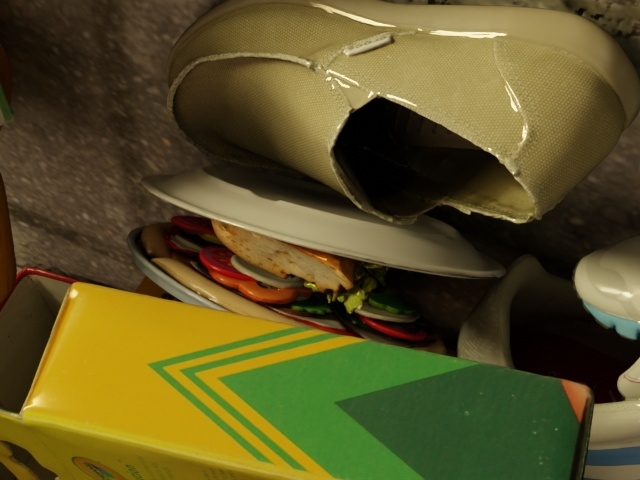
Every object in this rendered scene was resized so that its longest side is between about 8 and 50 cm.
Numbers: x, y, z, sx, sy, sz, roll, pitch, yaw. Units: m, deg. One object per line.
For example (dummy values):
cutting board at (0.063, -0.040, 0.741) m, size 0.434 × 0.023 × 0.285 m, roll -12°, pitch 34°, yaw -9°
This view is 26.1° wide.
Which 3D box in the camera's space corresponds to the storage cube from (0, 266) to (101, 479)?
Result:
storage cube at (-0.175, 0.165, 1.094) m, size 0.215 × 0.183 × 0.193 m, roll 15°, pitch 148°, yaw 23°

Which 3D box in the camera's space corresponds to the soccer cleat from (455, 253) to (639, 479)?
soccer cleat at (0.225, 0.108, 0.738) m, size 0.331 × 0.116 × 0.143 m, roll 21°, pitch 149°, yaw 16°

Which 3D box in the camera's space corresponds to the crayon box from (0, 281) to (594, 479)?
crayon box at (-0.022, 0.117, 0.739) m, size 0.319 × 0.081 × 0.202 m, roll 10°, pitch 154°, yaw 12°

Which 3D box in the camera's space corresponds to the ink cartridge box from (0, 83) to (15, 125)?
ink cartridge box at (-0.249, -0.153, 0.669) m, size 0.212 × 0.093 × 0.154 m, roll 56°, pitch 166°, yaw 23°

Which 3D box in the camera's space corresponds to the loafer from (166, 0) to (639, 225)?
loafer at (0.019, -0.063, 0.680) m, size 0.268 × 0.092 × 0.102 m, roll 3°, pitch 141°, yaw 37°

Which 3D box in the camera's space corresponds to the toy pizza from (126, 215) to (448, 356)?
toy pizza at (-0.015, 0.025, 0.805) m, size 0.201 × 0.032 × 0.201 m, roll 22°, pitch -170°, yaw -4°

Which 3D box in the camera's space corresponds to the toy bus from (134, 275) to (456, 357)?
toy bus at (0.026, 0.121, 0.909) m, size 0.333 × 0.130 × 0.108 m, roll 23°, pitch 149°, yaw 11°

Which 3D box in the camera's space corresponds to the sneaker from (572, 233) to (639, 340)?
sneaker at (0.206, -0.001, 0.652) m, size 0.191 × 0.071 × 0.083 m, roll -5°, pitch 129°, yaw 32°

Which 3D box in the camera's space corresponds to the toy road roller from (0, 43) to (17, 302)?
toy road roller at (-0.324, -0.030, 0.795) m, size 0.240 × 0.329 × 0.202 m, roll 45°, pitch 154°, yaw 19°

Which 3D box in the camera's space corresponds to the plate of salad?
plate of salad at (0.000, 0.000, 0.737) m, size 0.200 × 0.048 × 0.200 m, roll 13°, pitch -173°, yaw -2°
